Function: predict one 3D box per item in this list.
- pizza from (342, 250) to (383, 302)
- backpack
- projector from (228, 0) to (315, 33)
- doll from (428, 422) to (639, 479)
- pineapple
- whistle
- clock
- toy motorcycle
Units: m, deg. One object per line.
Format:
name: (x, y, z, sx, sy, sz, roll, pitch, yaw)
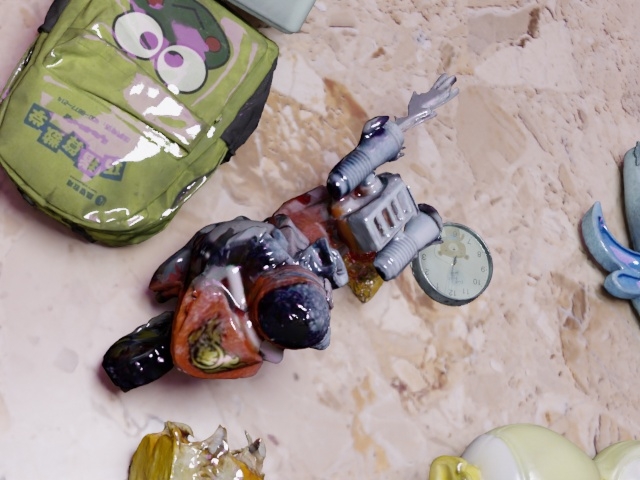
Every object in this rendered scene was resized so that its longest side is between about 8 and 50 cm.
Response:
pizza: (0.033, 0.013, 1.070, 0.078, 0.025, 0.083, 22, 65, -13)
backpack: (-0.169, -0.119, 0.987, 0.207, 0.140, 0.253, 34, 71, -4)
projector: (-0.070, -0.305, 1.036, 0.192, 0.099, 0.257, 28, 26, -7)
doll: (0.229, 0.234, 1.010, 0.296, 0.117, 0.141, 1, 80, -20)
pineapple: (-0.083, 0.259, 0.892, 0.186, 0.114, 0.236, -34, 88, -27)
whistle: (0.364, 0.025, 1.160, 0.180, 0.093, 0.269, 2, 64, -20)
clock: (0.131, 0.023, 1.107, 0.085, 0.017, 0.085, 7, 69, -18)
toy motorcycle: (0.000, 0.000, 0.966, 0.401, 0.207, 0.134, -38, 108, -28)
